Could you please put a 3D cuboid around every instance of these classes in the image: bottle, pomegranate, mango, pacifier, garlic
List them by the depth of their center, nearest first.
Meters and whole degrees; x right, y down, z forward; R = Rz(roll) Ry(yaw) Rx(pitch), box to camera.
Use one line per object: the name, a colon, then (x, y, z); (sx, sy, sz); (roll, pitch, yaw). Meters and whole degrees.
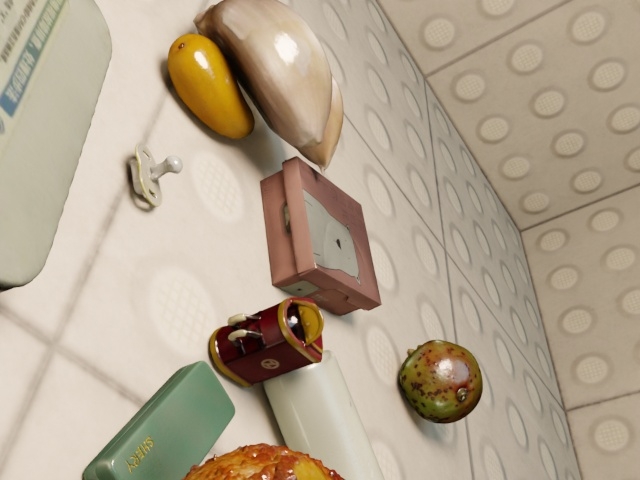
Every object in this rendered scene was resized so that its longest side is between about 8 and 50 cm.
pacifier: (-0.197, -0.083, 0.781); (0.068, 0.064, 0.083); (52, 23, -67)
bottle: (-0.006, 0.224, 0.834); (0.104, 0.104, 0.245); (-11, 78, -65)
mango: (-0.162, -0.222, 0.955); (0.102, 0.085, 0.184); (-87, 155, -46)
garlic: (-0.069, -0.266, 1.000); (0.325, 0.132, 0.279); (46, -1, 9)
pomegranate: (0.224, 0.259, 1.226); (0.159, 0.159, 0.205); (57, 0, -19)

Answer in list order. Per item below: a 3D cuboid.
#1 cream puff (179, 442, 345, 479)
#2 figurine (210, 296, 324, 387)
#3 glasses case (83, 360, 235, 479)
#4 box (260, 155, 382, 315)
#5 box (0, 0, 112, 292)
cream puff: (-0.071, 0.279, 0.552); (0.164, 0.240, 0.240); (39, 19, 17)
figurine: (-0.063, 0.109, 0.764); (0.098, 0.154, 0.082); (33, 41, -45)
glasses case: (-0.153, 0.200, 0.641); (0.077, 0.039, 0.184); (61, 25, -10)
box: (0.000, 0.000, 1.068); (0.215, 0.086, 0.215); (32, 41, -51)
box: (-0.334, -0.195, 0.493); (0.396, 0.111, 0.395); (59, 22, -46)
